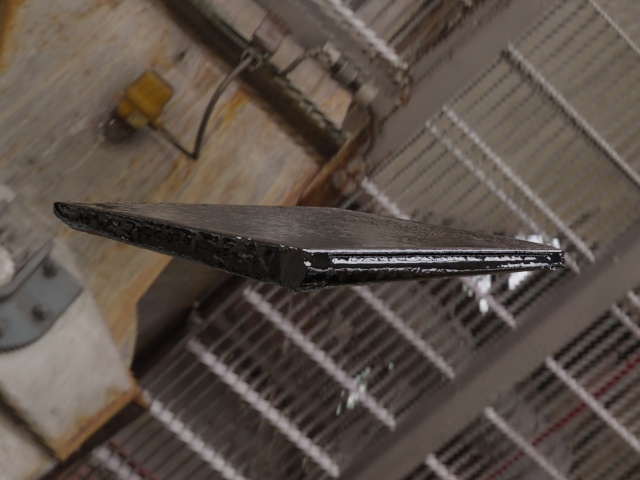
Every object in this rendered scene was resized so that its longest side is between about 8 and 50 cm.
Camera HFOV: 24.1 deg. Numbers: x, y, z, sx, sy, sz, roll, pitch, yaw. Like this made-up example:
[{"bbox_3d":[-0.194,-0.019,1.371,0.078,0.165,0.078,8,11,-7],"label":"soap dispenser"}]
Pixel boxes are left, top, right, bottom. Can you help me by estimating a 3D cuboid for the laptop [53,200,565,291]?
[{"bbox_3d":[0.000,0.000,0.632,0.135,0.197,0.016,13,-82,37],"label":"laptop"}]
